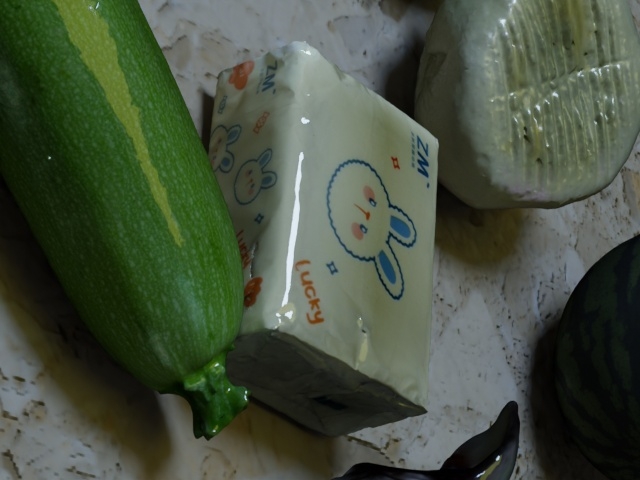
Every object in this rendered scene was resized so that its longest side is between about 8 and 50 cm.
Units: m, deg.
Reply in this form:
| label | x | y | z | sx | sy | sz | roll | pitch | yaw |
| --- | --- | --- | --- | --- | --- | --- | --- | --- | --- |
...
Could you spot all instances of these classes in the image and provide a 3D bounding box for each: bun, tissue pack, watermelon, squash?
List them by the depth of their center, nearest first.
| label | x | y | z | sx | sy | sz | roll | pitch | yaw |
| --- | --- | --- | --- | --- | --- | --- | --- | --- | --- |
| squash | -0.131 | -0.078 | 0.896 | 0.107 | 0.107 | 0.395 | -40 | 108 | -53 |
| tissue pack | 0.000 | 0.000 | 1.049 | 0.148 | 0.092 | 0.196 | 32 | 50 | -41 |
| bun | 0.139 | -0.119 | 1.247 | 0.178 | 0.128 | 0.193 | -16 | 106 | -31 |
| watermelon | 0.273 | 0.092 | 1.278 | 0.212 | 0.212 | 0.212 | 27 | 54 | -45 |

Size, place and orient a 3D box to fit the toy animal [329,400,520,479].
| label | x | y | z | sx | sy | sz | roll | pitch | yaw |
| --- | --- | --- | --- | --- | --- | --- | --- | --- | --- |
| toy animal | 0.114 | 0.211 | 0.973 | 0.302 | 0.344 | 0.194 | -57 | 163 | -73 |
